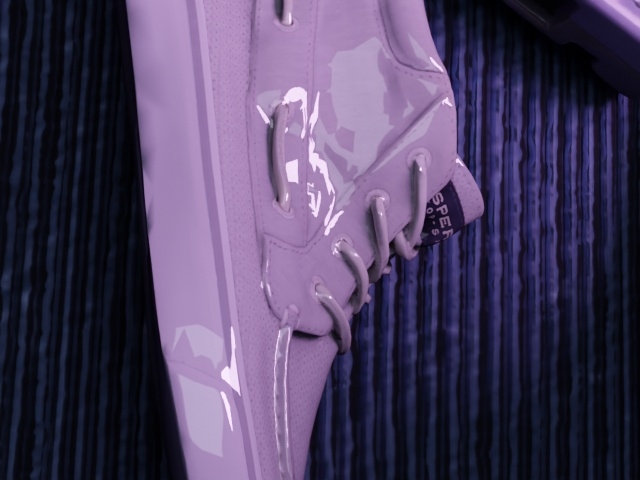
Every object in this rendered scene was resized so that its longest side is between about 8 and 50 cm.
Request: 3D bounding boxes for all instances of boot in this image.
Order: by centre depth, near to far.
[{"bbox_3d":[0.000,0.000,0.541,0.123,0.095,0.258,-5,77,-9],"label":"boot"}]

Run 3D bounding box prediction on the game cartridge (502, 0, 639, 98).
[{"bbox_3d":[0.052,-0.251,0.613,0.355,0.068,0.230,36,76,-10],"label":"game cartridge"}]
